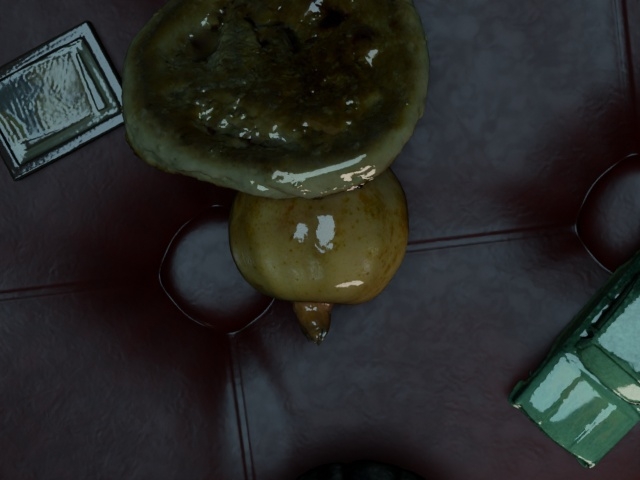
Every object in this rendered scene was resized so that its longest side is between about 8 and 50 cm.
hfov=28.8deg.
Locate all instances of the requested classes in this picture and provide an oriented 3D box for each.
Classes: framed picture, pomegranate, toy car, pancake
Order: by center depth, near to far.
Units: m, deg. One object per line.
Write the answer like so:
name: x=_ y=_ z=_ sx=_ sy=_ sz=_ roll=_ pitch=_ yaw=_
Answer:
pancake: x=-0.053 y=-0.190 z=1.359 sx=0.356 sy=0.065 sz=0.356 roll=-6 pitch=56 yaw=9
pomegranate: x=0.000 y=-0.017 z=1.393 sx=0.207 sy=0.207 sz=0.207 roll=0 pitch=95 yaw=3
toy car: x=0.364 y=0.107 z=1.428 sx=0.141 sy=0.097 sz=0.321 roll=41 pitch=95 yaw=-1
framed picture: x=-0.317 y=-0.164 z=1.473 sx=0.168 sy=0.023 sz=0.128 roll=-27 pitch=93 yaw=5

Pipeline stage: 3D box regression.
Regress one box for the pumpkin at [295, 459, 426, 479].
pumpkin: x=0.043 y=0.397 z=1.384 sx=0.296 sy=0.296 sz=0.296 roll=0 pitch=95 yaw=3
